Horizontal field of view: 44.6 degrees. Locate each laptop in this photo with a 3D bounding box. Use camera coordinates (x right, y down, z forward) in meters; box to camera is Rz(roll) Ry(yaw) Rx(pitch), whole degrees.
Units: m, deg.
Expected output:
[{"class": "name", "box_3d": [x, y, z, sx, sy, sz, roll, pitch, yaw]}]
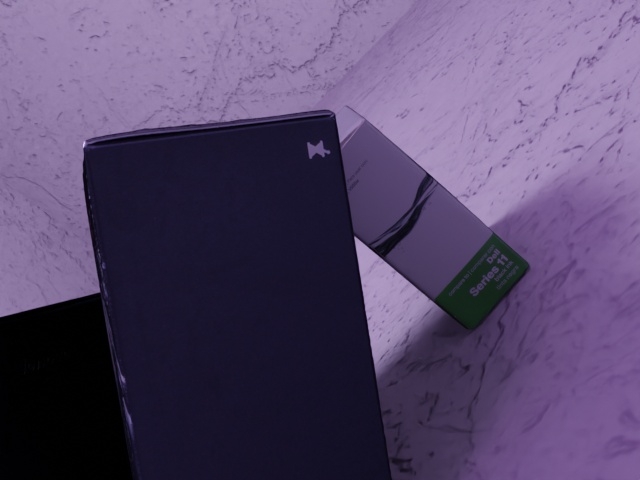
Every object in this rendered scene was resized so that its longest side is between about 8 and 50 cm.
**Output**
[{"class": "laptop", "box_3d": [-0.293, 0.272, 0.840, 0.408, 0.236, 0.382, -42, -9, 16]}]

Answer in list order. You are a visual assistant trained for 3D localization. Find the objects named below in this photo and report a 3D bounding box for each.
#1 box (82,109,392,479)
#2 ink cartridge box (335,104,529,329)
[{"class": "box", "box_3d": [-0.089, 0.086, 0.671, 0.178, 0.344, 0.312, -10, 3, -17]}, {"class": "ink cartridge box", "box_3d": [0.079, -0.029, 0.753, 0.087, 0.208, 0.153, -49, 14, 8]}]
